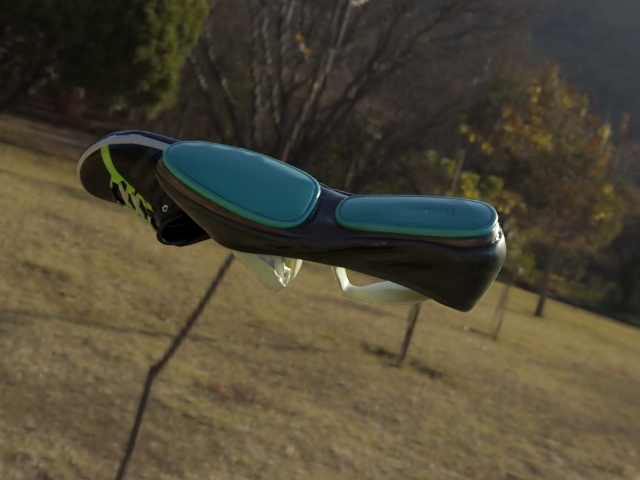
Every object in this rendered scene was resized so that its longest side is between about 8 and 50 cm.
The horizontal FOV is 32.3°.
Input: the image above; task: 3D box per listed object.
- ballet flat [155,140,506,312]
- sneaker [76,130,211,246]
[{"bbox_3d":[0.000,0.000,0.855,0.280,0.096,0.095,14,33,15],"label":"ballet flat"},{"bbox_3d":[-0.154,-0.045,1.088,0.235,0.097,0.084,6,-40,25],"label":"sneaker"}]
